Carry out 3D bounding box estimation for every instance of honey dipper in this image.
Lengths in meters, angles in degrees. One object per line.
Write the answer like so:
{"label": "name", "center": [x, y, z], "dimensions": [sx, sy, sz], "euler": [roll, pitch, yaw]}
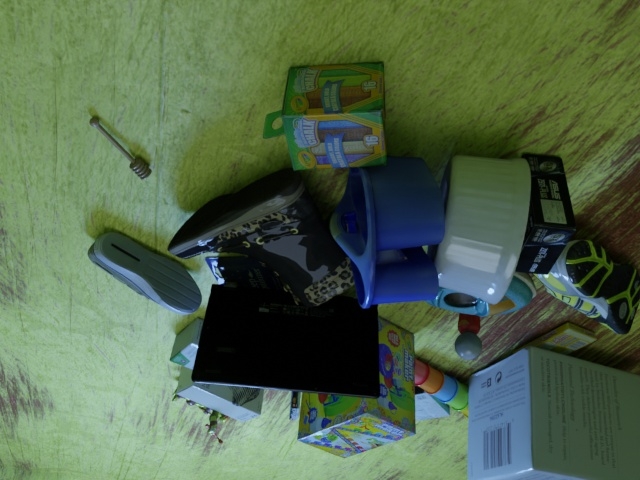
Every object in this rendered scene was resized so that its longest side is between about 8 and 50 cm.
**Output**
{"label": "honey dipper", "center": [-0.395, -0.183, 1.291], "dimensions": [0.030, 0.030, 0.161], "euler": [-15, 136, 24]}

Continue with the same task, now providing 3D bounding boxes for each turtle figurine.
{"label": "turtle figurine", "center": [-0.371, 0.539, 2.116], "dimensions": [0.217, 0.269, 0.087], "euler": [33, 100, -12]}

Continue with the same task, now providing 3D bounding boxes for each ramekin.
{"label": "ramekin", "center": [0.286, -0.029, 1.225], "dimensions": [0.135, 0.277, 0.277], "euler": [12, 143, 4]}

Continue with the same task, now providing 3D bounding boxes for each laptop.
{"label": "laptop", "center": [-0.070, 0.236, 1.521], "dimensions": [0.382, 0.408, 0.236], "euler": [5, 133, -2]}

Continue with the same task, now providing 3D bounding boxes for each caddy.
{"label": "caddy", "center": [0.107, -0.026, 1.198], "dimensions": [0.179, 0.341, 0.241], "euler": [-2, 117, -3]}

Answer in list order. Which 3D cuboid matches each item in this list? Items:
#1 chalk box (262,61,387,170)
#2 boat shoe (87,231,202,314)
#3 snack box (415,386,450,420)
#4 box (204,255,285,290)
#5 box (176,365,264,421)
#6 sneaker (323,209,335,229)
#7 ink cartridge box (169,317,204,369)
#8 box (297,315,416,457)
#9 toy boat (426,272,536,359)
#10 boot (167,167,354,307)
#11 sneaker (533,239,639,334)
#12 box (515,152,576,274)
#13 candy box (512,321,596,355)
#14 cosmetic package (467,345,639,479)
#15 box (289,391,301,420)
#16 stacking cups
{"label": "chalk box", "center": [0.005, -0.212, 1.123], "dimensions": [0.213, 0.132, 0.132], "euler": [-2, 142, 7]}
{"label": "boat shoe", "center": [-0.424, 0.081, 1.595], "dimensions": [0.302, 0.109, 0.094], "euler": [41, 146, -26]}
{"label": "snack box", "center": [0.235, 0.533, 2.125], "dimensions": [0.322, 0.060, 0.187], "euler": [-17, 137, 26]}
{"label": "box", "center": [-0.162, 0.087, 1.611], "dimensions": [0.225, 0.036, 0.136], "euler": [-3, 142, 12]}
{"label": "box", "center": [-0.312, 0.470, 2.065], "dimensions": [0.094, 0.113, 0.275], "euler": [-29, 133, 35]}
{"label": "sneaker", "center": [0.000, 0.000, 1.454], "dimensions": [0.086, 0.064, 0.192], "euler": [6, 143, -4]}
{"label": "ink cartridge box", "center": [-0.304, 0.321, 1.886], "dimensions": [0.208, 0.087, 0.153], "euler": [27, 137, -25]}
{"label": "box", "center": [0.101, 0.397, 1.775], "dimensions": [0.177, 0.290, 0.279], "euler": [30, 135, -28]}
{"label": "toy boat", "center": [0.360, 0.153, 1.535], "dimensions": [0.267, 0.148, 0.318], "euler": [4, 145, 11]}
{"label": "boot", "center": [-0.119, 0.025, 1.395], "dimensions": [0.377, 0.138, 0.284], "euler": [-24, 121, 31]}
{"label": "sneaker", "center": [0.606, 0.096, 1.486], "dimensions": [0.384, 0.145, 0.147], "euler": [36, 163, -37]}
{"label": "box", "center": [0.411, -0.050, 1.248], "dimensions": [0.077, 0.180, 0.147], "euler": [6, 142, -1]}
{"label": "candy box", "center": [0.637, 0.289, 1.789], "dimensions": [0.105, 0.027, 0.206], "euler": [23, 140, -21]}
{"label": "cosmetic package", "center": [0.663, 0.533, 1.830], "dimensions": [0.393, 0.327, 0.329], "euler": [16, 150, -14]}
{"label": "box", "center": [-0.075, 0.473, 2.018], "dimensions": [0.027, 0.137, 0.094], "euler": [7, 142, -2]}
{"label": "stacking cups", "center": [0.365, 0.442, 1.962], "dimensions": [0.316, 0.096, 0.096], "euler": [32, 135, -31]}
